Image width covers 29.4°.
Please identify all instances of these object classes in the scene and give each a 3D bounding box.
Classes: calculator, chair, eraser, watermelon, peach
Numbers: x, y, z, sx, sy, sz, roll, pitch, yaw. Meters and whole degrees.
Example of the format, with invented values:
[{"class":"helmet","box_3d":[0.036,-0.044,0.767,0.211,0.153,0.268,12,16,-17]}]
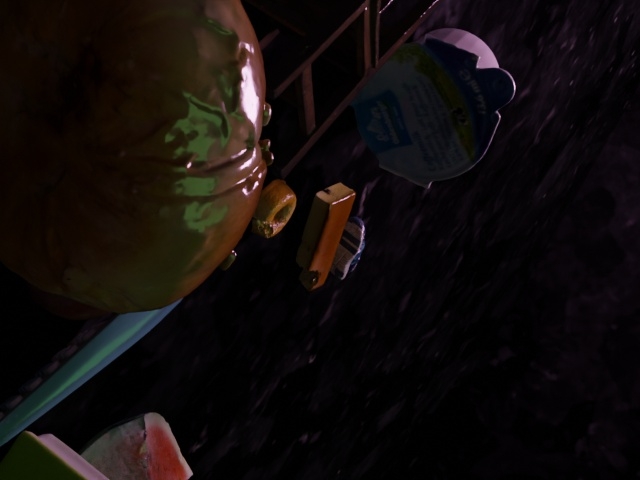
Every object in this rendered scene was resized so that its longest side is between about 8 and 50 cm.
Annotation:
[{"class":"calculator","box_3d":[-0.334,0.165,1.657,0.386,0.054,0.256,-40,-174,-19]},{"class":"chair","box_3d":[0.003,-0.325,1.642,0.416,0.203,0.240,-50,160,-18]},{"class":"eraser","box_3d":[-0.376,0.435,1.790,0.210,0.274,0.092,-56,160,0]},{"class":"watermelon","box_3d":[-0.322,0.396,2.008,0.256,0.176,0.260,-51,-179,8]},{"class":"peach","box_3d":[-0.311,0.034,1.569,0.152,0.152,0.152,-45,155,-27]}]

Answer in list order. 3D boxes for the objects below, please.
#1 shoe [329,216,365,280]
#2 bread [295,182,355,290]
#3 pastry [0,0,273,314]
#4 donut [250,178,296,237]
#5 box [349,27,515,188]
[{"class":"shoe","box_3d":[0.058,0.012,2.393,0.071,0.064,0.143,-30,149,-46]},{"class":"bread","box_3d":[0.000,0.000,2.275,0.088,0.049,0.226,-30,147,-48]},{"class":"pastry","box_3d":[-0.206,-0.124,1.269,0.245,0.409,0.409,-8,128,-49]},{"class":"donut","box_3d":[-0.077,-0.053,2.056,0.097,0.043,0.108,-48,161,-18]},{"class":"box","box_3d":[0.219,-0.268,2.106,0.291,0.262,0.206,-22,-163,31]}]
